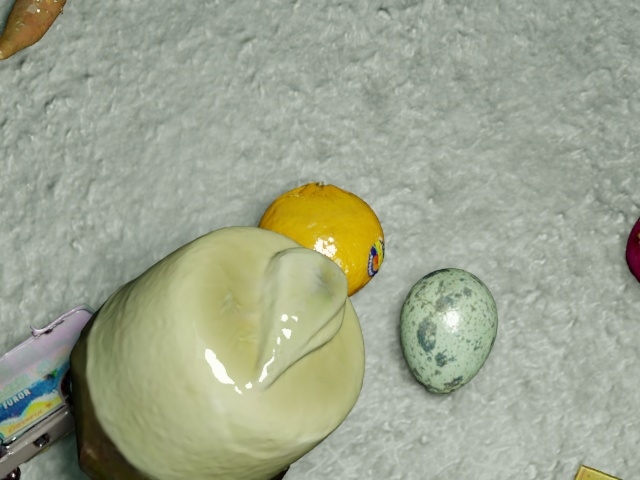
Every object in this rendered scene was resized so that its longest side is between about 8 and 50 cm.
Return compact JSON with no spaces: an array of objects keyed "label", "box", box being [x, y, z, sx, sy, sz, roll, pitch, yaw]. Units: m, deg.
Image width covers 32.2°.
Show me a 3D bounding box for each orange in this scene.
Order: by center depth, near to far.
[{"label":"orange","box":[0.000,0.004,1.501,0.177,0.155,0.177,-3,36,2]}]

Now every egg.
[{"label":"egg","box":[0.172,0.122,1.502,0.132,0.132,0.172,11,83,-3]}]

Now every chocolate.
[{"label":"chocolate","box":[-0.101,0.151,1.325,0.314,0.297,0.326,7,70,-36]}]

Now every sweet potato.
[{"label":"sweet potato","box":[-0.397,-0.381,1.645,0.072,0.066,0.314,26,68,-4]}]

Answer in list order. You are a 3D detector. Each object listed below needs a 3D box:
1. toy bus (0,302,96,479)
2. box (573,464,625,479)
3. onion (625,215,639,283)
[{"label":"toy bus","box":[-0.383,0.212,1.427,0.317,0.112,0.138,-35,68,-17]},{"label":"box","box":[0.407,0.367,1.486,0.156,0.022,0.089,22,93,0]},{"label":"onion","box":[0.520,0.030,1.586,0.198,0.135,0.173,48,47,-30]}]
